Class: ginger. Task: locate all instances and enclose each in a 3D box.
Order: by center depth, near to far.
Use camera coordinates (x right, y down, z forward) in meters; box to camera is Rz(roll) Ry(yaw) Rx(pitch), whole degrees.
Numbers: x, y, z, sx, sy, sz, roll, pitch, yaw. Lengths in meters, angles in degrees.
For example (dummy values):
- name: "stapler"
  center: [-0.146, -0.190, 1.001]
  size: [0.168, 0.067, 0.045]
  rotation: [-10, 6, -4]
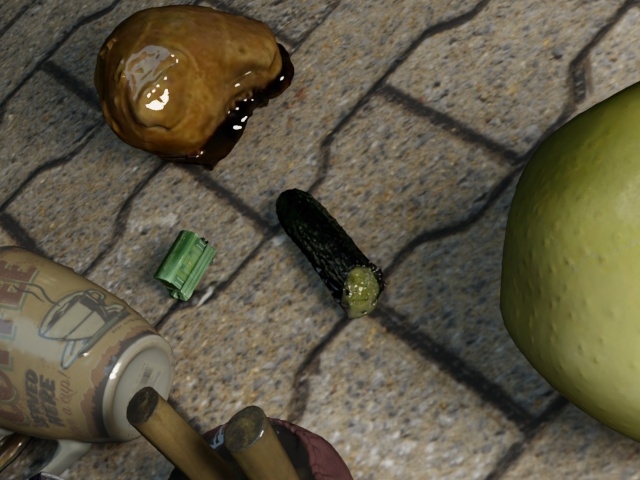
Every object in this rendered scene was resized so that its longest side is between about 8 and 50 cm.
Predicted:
- name: "ginger"
  center: [-0.198, -0.246, 1.625]
  size: [0.200, 0.223, 0.269]
  rotation: [26, 77, 49]

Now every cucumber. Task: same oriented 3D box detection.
- name: "cucumber"
  center: [0.001, -0.002, 1.393]
  size: [0.067, 0.067, 0.245]
  rotation: [-41, 45, 2]

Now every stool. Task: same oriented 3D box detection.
- name: "stool"
  center: [-0.113, 0.287, 1.165]
  size: [0.272, 0.178, 0.272]
  rotation: [-21, 47, 24]

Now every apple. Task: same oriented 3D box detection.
- name: "apple"
  center: [0.332, 0.012, 0.950]
  size: [0.357, 0.357, 0.357]
  rotation: [-19, 48, 23]

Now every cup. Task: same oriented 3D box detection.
- name: "cup"
  center: [-0.335, 0.183, 1.400]
  size: [0.257, 0.227, 0.301]
  rotation: [18, 89, 29]

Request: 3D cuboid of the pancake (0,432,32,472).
- name: "pancake"
  center: [-0.478, 0.251, 1.567]
  size: [0.250, 0.031, 0.250]
  rotation: [-20, 46, 22]

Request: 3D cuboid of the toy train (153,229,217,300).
- name: "toy train"
  center: [-0.181, 0.031, 1.505]
  size: [0.038, 0.056, 0.093]
  rotation: [10, 63, 43]

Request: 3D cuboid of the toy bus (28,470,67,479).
- name: "toy bus"
  center: [-0.302, 0.427, 1.220]
  size: [0.179, 0.143, 0.305]
  rotation: [-32, 46, 15]
